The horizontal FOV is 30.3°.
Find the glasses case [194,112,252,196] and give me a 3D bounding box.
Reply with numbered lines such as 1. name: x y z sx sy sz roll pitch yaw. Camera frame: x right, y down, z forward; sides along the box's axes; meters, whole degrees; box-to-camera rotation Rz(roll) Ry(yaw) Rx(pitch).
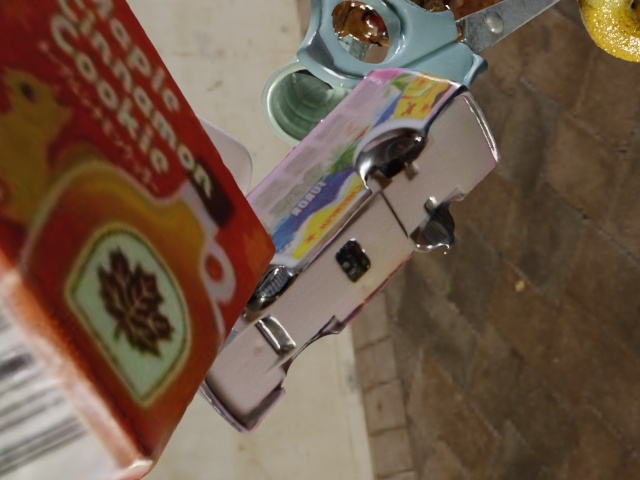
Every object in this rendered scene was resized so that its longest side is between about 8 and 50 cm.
1. glasses case: -0.208 -0.116 1.332 0.075 0.297 0.113 22 82 59

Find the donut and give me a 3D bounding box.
1. donut: 0.299 -0.223 1.063 0.152 0.152 0.058 121 160 -52

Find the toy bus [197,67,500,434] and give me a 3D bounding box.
1. toy bus: 0.000 0.000 0.821 0.112 0.274 0.090 29 159 46

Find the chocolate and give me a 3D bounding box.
1. chocolate: -0.136 -0.017 0.560 0.237 0.108 0.235 58 -155 -16

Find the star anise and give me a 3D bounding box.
1. star anise: 0.076 -0.306 1.428 0.237 0.346 0.148 -80 9 -81

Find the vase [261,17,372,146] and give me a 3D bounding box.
1. vase: 0.016 -0.268 1.752 0.299 0.143 0.143 -72 -2 -53

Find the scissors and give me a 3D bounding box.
1. scissors: 0.137 -0.186 1.066 0.029 0.360 0.191 -22 98 59
